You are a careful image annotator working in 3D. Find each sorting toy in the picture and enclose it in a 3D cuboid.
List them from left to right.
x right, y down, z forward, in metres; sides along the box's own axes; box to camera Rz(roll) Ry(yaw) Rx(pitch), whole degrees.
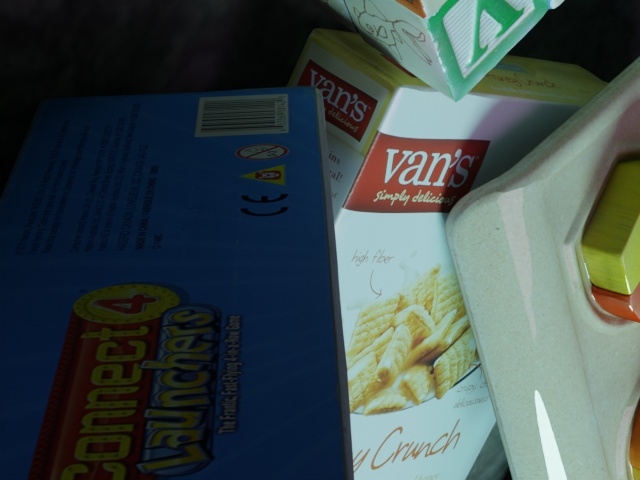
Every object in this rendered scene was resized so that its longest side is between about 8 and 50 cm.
[{"bbox_3d":[0.145,0.013,0.689,0.208,0.038,0.193,-37,127,-27],"label":"sorting toy"}]

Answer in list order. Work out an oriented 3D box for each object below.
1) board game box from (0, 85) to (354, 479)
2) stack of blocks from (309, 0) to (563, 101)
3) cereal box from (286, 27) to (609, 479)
[{"bbox_3d":[-0.031,0.147,0.466,0.086,0.308,0.302,-3,110,-1],"label":"board game box"},{"bbox_3d":[0.103,-0.185,0.570,0.297,0.087,0.171,-45,148,-12],"label":"stack of blocks"},{"bbox_3d":[0.014,0.045,0.673,0.173,0.047,0.240,-2,123,-53],"label":"cereal box"}]
